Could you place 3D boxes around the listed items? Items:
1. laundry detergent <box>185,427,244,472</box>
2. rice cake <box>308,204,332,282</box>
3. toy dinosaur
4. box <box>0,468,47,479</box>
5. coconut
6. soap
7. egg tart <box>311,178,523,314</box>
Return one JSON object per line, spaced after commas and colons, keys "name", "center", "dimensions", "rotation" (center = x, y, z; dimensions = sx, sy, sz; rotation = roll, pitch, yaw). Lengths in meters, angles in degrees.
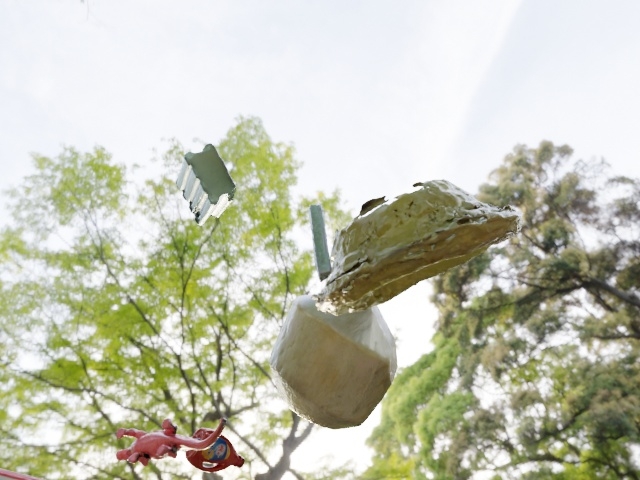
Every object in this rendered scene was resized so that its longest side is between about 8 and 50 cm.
{"name": "laundry detergent", "center": [-0.257, 0.539, 1.438], "dimensions": [0.165, 0.049, 0.097], "rotation": [42, -112, -34]}
{"name": "rice cake", "center": [-0.001, 0.001, 1.175], "dimensions": [0.033, 0.208, 0.033], "rotation": [-4, -44, -5]}
{"name": "toy dinosaur", "center": [-0.259, 0.383, 1.074], "dimensions": [0.286, 0.070, 0.139], "rotation": [-18, -34, 20]}
{"name": "box", "center": [-0.421, 0.383, 0.533], "dimensions": [0.300, 0.312, 0.314], "rotation": [-25, -45, 33]}
{"name": "coconut", "center": [0.055, 0.325, 1.675], "dimensions": [0.415, 0.415, 0.344], "rotation": [-38, -27, 17]}
{"name": "soap", "center": [-0.233, -0.108, 1.154], "dimensions": [0.063, 0.115, 0.198], "rotation": [-29, 1, -22]}
{"name": "egg tart", "center": [0.124, 0.002, 0.793], "dimensions": [0.315, 0.120, 0.315], "rotation": [-22, -11, -5]}
